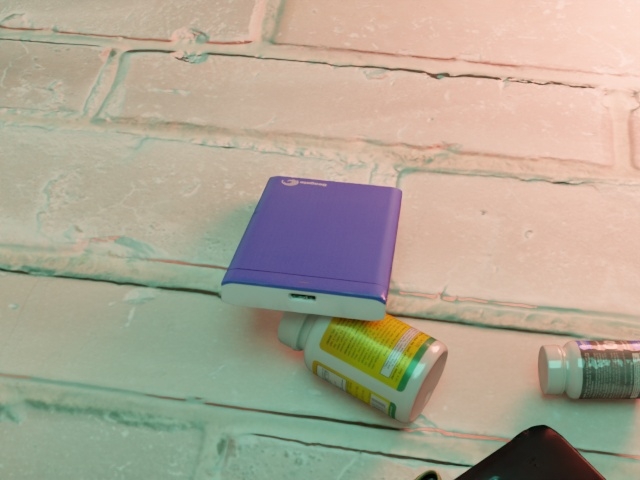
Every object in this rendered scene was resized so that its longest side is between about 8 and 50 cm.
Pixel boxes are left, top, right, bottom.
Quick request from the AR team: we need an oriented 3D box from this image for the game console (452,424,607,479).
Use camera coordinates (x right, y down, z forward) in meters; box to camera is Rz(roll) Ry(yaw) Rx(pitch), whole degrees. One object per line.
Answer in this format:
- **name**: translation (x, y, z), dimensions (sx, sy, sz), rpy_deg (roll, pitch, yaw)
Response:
- **game console**: translation (0.221, 0.418, 1.007), dimensions (0.387, 0.060, 0.342), rpy_deg (-28, 54, -19)

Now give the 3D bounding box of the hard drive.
- **hard drive**: translation (0.000, 0.000, 1.270), dimensions (0.210, 0.040, 0.318), rpy_deg (6, 29, 6)

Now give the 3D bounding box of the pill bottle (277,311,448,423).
- **pill bottle**: translation (0.052, 0.144, 1.193), dimensions (0.209, 0.117, 0.117), rpy_deg (26, 58, 20)

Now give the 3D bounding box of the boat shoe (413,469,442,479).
- **boat shoe**: translation (0.098, 0.323, 1.060), dimensions (0.050, 0.045, 0.135), rpy_deg (24, 53, 30)

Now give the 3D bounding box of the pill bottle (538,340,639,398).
- **pill bottle**: translation (0.362, 0.170, 1.189), dimensions (0.137, 0.078, 0.078), rpy_deg (0, 53, 1)
